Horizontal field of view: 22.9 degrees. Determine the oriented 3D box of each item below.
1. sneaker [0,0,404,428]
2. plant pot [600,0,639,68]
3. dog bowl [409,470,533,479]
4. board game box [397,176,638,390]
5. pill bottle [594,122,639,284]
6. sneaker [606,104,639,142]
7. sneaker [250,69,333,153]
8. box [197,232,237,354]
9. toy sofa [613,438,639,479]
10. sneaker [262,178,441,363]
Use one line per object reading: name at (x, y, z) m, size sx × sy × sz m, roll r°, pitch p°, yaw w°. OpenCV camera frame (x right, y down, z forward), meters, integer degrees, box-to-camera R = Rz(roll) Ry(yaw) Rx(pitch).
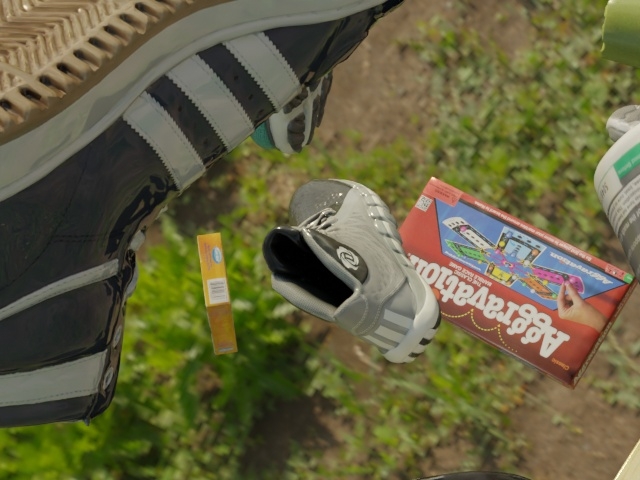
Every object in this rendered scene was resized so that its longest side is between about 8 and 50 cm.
sneaker at (-0.064, -0.039, 0.577) m, size 0.099 × 0.282 × 0.153 m, roll 32°, pitch 134°, yaw 26°
plant pot at (0.238, -0.147, 1.099) m, size 0.079 × 0.083 × 0.083 m, roll 9°, pitch 71°, yaw 15°
dog bowl at (0.026, 0.341, 1.068) m, size 0.408 × 0.408 × 0.150 m, roll -43°, pitch 56°, yaw 14°
board game box at (0.206, 0.045, 1.815) m, size 0.281 × 0.027 × 0.145 m, roll 28°, pitch 83°, yaw 29°
pill bottle at (0.429, 0.048, 1.555) m, size 0.204 × 0.204 × 0.361 m, roll -32°, pitch 63°, yaw 23°
sneaker at (0.474, -0.075, 1.949) m, size 0.281 × 0.105 × 0.115 m, roll 29°, pitch 126°, yaw 20°
sneaker at (-0.066, -0.177, 0.891) m, size 0.110 × 0.275 × 0.107 m, roll -11°, pitch 22°, yaw 25°
box at (-0.104, 0.059, 1.610) m, size 0.028 × 0.136 × 0.081 m, roll -9°, pitch 63°, yaw -2°
toy sofa at (0.323, 0.288, 1.302) m, size 0.177 × 0.362 × 0.150 m, roll 30°, pitch 67°, yaw 23°
sneaker at (0.000, 0.000, 1.266) m, size 0.086 × 0.132 × 0.228 m, roll -56°, pitch 38°, yaw 14°
